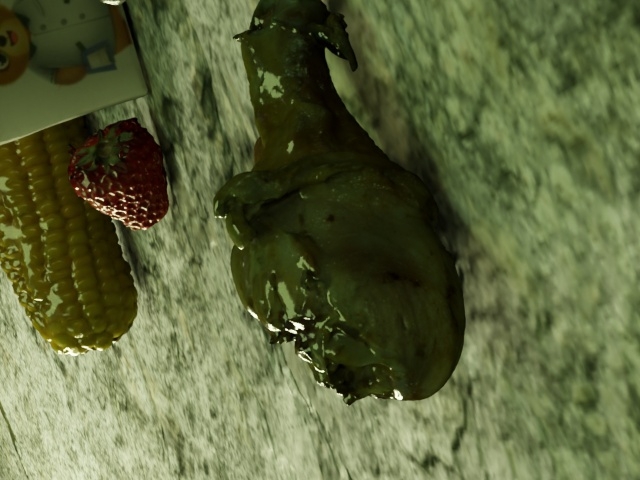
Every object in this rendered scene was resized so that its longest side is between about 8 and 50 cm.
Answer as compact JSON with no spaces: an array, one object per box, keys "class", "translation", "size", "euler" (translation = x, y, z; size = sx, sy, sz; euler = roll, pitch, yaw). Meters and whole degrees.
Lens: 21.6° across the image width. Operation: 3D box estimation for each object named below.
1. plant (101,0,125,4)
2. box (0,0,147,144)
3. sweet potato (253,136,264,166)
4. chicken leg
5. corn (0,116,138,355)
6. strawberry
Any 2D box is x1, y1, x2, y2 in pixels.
[{"class":"plant","translation":[-0.145,-0.234,1.038],"size":[0.085,0.087,0.174],"euler":[5,-111,-78]},{"class":"box","translation":[-0.324,-0.157,1.187],"size":[0.143,0.341,0.225],"euler":[-167,60,-69]},{"class":"sweet potato","translation":[0.001,0.003,0.913],"size":[0.044,0.044,0.179],"euler":[92,154,-46]},{"class":"chicken leg","translation":[-0.003,-0.024,0.799],"size":[0.088,0.103,0.228],"euler":[80,170,-72]},{"class":"corn","translation":[-0.249,-0.077,1.409],"size":[0.363,0.120,0.120],"euler":[71,161,-3]},{"class":"strawberry","translation":[-0.143,-0.046,1.224],"size":[0.073,0.073,0.083],"euler":[47,173,50]}]
